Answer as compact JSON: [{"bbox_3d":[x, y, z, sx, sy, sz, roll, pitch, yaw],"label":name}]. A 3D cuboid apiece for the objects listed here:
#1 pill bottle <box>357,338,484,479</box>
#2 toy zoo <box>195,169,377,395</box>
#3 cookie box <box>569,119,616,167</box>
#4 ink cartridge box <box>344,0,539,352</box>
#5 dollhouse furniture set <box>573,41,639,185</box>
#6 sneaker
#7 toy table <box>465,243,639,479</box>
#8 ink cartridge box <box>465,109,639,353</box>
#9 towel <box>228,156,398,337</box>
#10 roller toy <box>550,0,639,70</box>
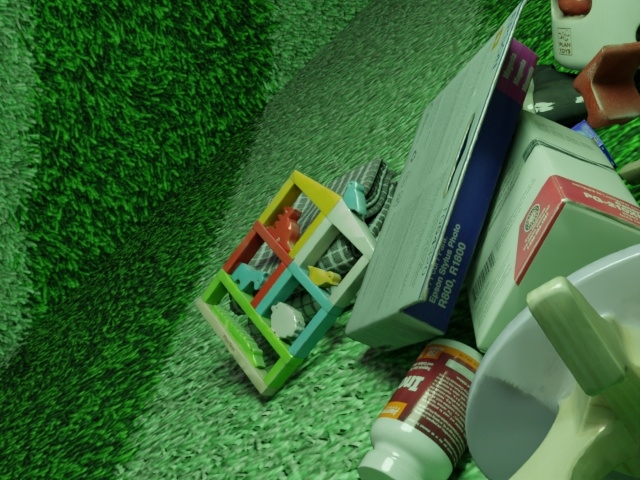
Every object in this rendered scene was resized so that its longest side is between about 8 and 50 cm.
[{"bbox_3d":[0.102,0.174,0.841,0.086,0.086,0.152,-10,34,53],"label":"pill bottle"},{"bbox_3d":[-0.035,0.038,1.198,0.293,0.030,0.192,-53,53,12],"label":"toy zoo"},{"bbox_3d":[0.308,-0.095,1.123,0.107,0.040,0.092,-33,21,16],"label":"cookie box"},{"bbox_3d":[0.139,-0.047,0.967,0.330,0.071,0.324,138,154,-75],"label":"ink cartridge box"},{"bbox_3d":[0.418,-0.232,0.933,0.374,0.201,0.152,-49,0,-27],"label":"dollhouse furniture set"},{"bbox_3d":[0.355,-0.205,1.255,0.118,0.083,0.222,-10,23,20],"label":"sneaker"},{"bbox_3d":[0.217,0.111,0.584,0.274,0.252,0.161,-45,1,18],"label":"toy table"},{"bbox_3d":[0.223,-0.005,0.891,0.237,0.100,0.172,-84,16,-63],"label":"ink cartridge box"},{"bbox_3d":[0.000,0.000,1.346,0.235,0.121,0.284,-27,23,30],"label":"towel"},{"bbox_3d":[0.403,-0.297,1.177,0.209,0.146,0.191,3,19,29],"label":"roller toy"}]
